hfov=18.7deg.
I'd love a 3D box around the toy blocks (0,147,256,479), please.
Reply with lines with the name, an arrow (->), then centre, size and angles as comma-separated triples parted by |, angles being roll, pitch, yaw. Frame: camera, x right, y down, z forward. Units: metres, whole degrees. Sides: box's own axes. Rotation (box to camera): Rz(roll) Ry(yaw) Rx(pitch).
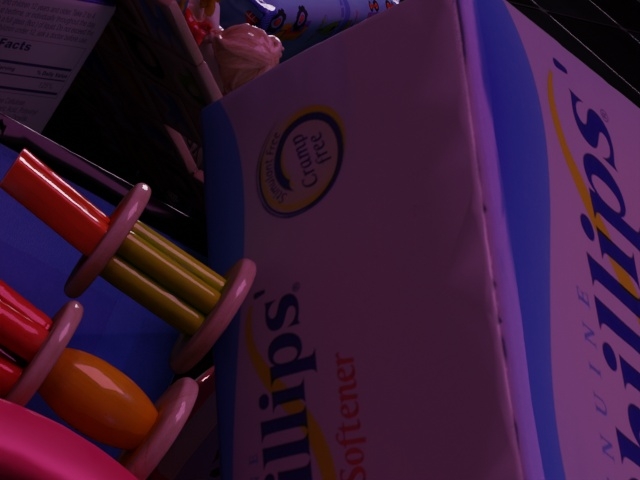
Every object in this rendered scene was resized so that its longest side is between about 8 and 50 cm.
toy blocks -> -0.107, 0.010, 0.707 | 0.148, 0.054, 0.123 | 36, 41, -11

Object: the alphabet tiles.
alphabet tiles -> -0.112, -0.093, 1.049 | 0.237, 0.009, 0.198 | 33, -23, 42

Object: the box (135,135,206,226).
box -> 0.000, 0.000, 1.142 | 0.147, 0.077, 0.180 | 15, 29, -44

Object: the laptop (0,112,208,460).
laptop -> -0.148, 0.054, 0.687 | 0.234, 0.137, 0.264 | 29, 17, -18

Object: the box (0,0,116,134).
box -> -0.190, -0.085, 0.932 | 0.072, 0.137, 0.126 | 44, 21, 25

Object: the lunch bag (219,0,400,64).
lunch bag -> -0.118, -0.208, 1.276 | 0.293, 0.138, 0.221 | 49, 22, 11

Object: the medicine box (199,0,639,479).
medicine box -> 0.097, 0.079, 0.823 | 0.289, 0.149, 0.263 | 30, 44, -45

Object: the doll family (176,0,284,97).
doll family -> -0.099, -0.176, 1.053 | 0.118, 0.263, 0.163 | -9, 6, -38

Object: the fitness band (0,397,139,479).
fitness band -> -0.080, 0.169, 0.586 | 0.291, 0.054, 0.209 | 47, 33, 5

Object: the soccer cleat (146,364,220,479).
soccer cleat -> -0.011, 0.084, 0.907 | 0.083, 0.095, 0.248 | 43, 22, 15
